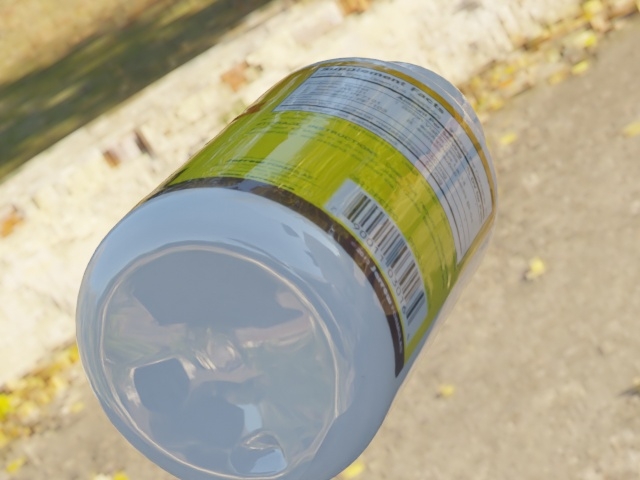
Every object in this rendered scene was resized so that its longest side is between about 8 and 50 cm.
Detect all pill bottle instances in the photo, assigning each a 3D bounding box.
[{"bbox_3d":[0.000,0.000,0.636,0.117,0.117,0.215,-19,15,27],"label":"pill bottle"}]
